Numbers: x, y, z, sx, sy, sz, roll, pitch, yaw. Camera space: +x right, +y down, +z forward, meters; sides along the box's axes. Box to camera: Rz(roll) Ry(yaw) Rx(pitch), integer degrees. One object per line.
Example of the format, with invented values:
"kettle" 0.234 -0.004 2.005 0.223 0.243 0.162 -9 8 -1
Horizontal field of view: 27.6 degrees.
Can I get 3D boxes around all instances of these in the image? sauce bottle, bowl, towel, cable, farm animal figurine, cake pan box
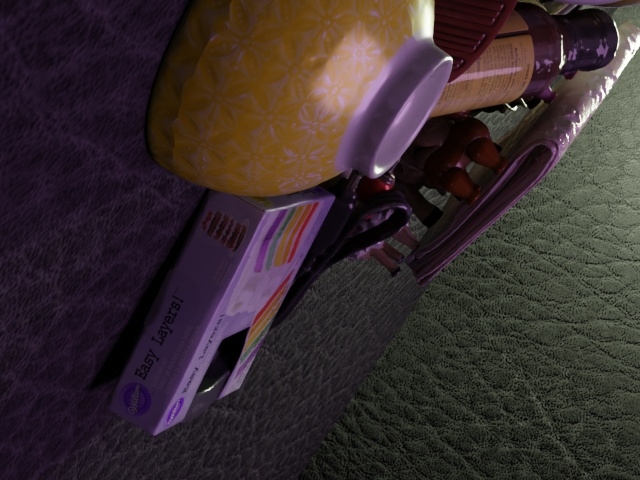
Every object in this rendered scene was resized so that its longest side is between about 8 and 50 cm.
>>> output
"sauce bottle" 0.179 -0.195 1.381 0.344 0.111 0.111 -12 142 -35
"bowl" 0.010 -0.139 1.038 0.289 0.156 0.289 -52 168 -16
"towel" 0.262 -0.117 1.688 0.317 0.053 0.332 -46 -178 44
"cable" 0.000 0.000 1.510 0.287 0.139 0.072 -56 -153 34
"farm animal figurine" 0.149 -0.156 1.596 0.327 0.172 0.330 -48 -178 44
"cake pan box" -0.100 0.060 1.344 0.267 0.070 0.246 -62 166 11

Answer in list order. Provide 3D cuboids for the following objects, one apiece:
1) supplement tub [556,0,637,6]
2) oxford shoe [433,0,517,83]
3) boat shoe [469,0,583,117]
"supplement tub" 0.292 -0.364 1.351 0.241 0.241 0.331 -59 169 18
"oxford shoe" 0.133 -0.295 1.146 0.130 0.123 0.348 -75 -177 -50
"boat shoe" 0.249 -0.244 1.801 0.355 0.130 0.132 -56 169 2
